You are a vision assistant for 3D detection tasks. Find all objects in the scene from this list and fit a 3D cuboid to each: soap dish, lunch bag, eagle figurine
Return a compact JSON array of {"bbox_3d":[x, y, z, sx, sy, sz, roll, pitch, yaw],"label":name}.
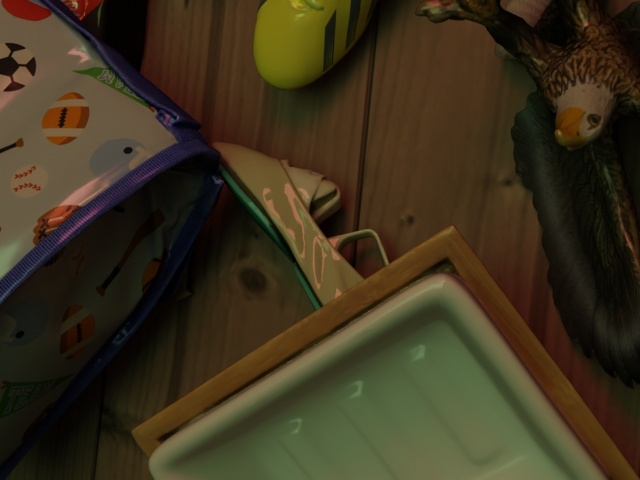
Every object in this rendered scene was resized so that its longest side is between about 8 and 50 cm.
[{"bbox_3d":[0.045,0.145,0.826,0.291,0.118,0.229,-34,100,23],"label":"soap dish"},{"bbox_3d":[-0.303,-0.021,0.996,0.328,0.239,0.385,41,94,23],"label":"lunch bag"},{"bbox_3d":[0.206,-0.080,0.794,0.298,0.225,0.226,51,156,-5],"label":"eagle figurine"}]

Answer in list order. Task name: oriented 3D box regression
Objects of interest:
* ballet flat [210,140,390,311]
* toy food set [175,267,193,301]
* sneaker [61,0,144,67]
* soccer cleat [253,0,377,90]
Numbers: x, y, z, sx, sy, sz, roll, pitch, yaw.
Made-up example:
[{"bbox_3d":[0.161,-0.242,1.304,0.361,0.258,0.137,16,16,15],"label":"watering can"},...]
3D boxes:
[{"bbox_3d":[0.000,0.000,0.947,0.086,0.086,0.248,-42,67,19],"label":"ballet flat"},{"bbox_3d":[-0.155,0.000,1.065,0.078,0.019,0.122,-16,84,28],"label":"toy food set"},{"bbox_3d":[-0.232,-0.291,1.105,0.145,0.090,0.270,6,89,28],"label":"sneaker"},{"bbox_3d":[0.030,-0.245,0.920,0.093,0.121,0.289,39,103,5],"label":"soccer cleat"}]
